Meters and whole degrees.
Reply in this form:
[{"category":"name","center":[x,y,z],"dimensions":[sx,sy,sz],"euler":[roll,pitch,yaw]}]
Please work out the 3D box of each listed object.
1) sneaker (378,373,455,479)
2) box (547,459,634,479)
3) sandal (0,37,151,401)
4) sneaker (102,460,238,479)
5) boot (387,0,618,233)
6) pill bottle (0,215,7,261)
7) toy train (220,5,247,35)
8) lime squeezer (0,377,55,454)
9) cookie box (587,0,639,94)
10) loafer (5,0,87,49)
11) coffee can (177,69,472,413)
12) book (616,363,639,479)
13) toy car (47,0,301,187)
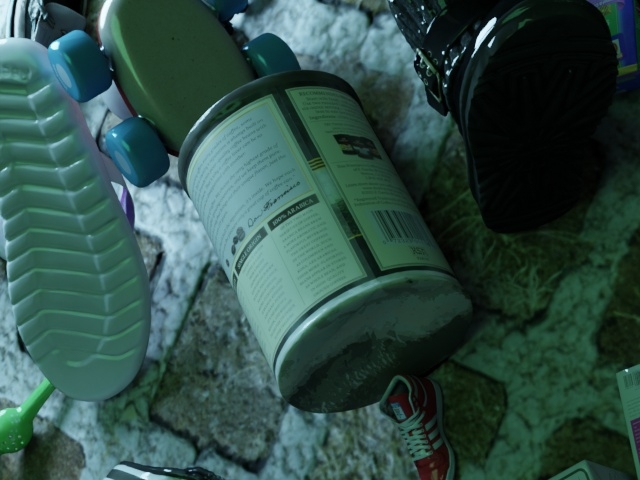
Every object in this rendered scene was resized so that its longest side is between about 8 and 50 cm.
[{"category":"sneaker","center":[0.091,0.183,1.670],"dimensions":[0.042,0.067,0.118],"euler":[-25,61,31]},{"category":"box","center":[0.166,0.335,1.546],"dimensions":[0.290,0.087,0.169],"euler":[-35,57,25]},{"category":"sandal","center":[-0.273,-0.027,1.955],"dimensions":[0.169,0.102,0.416],"euler":[-8,101,22]},{"category":"sneaker","center":[-0.129,0.376,1.716],"dimensions":[0.447,0.169,0.257],"euler":[43,105,42]},{"category":"boot","center":[0.153,-0.189,1.592],"dimensions":[0.131,0.348,0.260],"euler":[-12,64,-8]},{"category":"pill bottle","center":[-0.364,-0.030,2.080],"dimensions":[0.180,0.108,0.108],"euler":[17,86,41]},{"category":"toy train","center":[-0.094,-0.284,1.993],"dimensions":[0.027,0.036,0.158],"euler":[36,99,40]},{"category":"lime squeezer","center":[-0.391,0.206,2.059],"dimensions":[0.310,0.059,0.110],"euler":[-23,62,32]},{"category":"cookie box","center":[0.266,-0.192,1.670],"dimensions":[0.092,0.040,0.107],"euler":[-15,68,34]},{"category":"loafer","center":[-0.323,-0.289,2.146],"dimensions":[0.084,0.096,0.268],"euler":[-12,66,29]},{"category":"coffee can","center":[0.000,0.000,1.714],"dimensions":[0.201,0.201,0.275],"euler":[-42,54,21]},{"category":"book","center":[0.313,0.169,1.521],"dimensions":[0.096,0.035,0.144],"euler":[-25,61,34]},{"category":"toy car","center":[-0.175,-0.171,1.952],"dimensions":[0.219,0.238,0.210],"euler":[-34,91,-18]}]
